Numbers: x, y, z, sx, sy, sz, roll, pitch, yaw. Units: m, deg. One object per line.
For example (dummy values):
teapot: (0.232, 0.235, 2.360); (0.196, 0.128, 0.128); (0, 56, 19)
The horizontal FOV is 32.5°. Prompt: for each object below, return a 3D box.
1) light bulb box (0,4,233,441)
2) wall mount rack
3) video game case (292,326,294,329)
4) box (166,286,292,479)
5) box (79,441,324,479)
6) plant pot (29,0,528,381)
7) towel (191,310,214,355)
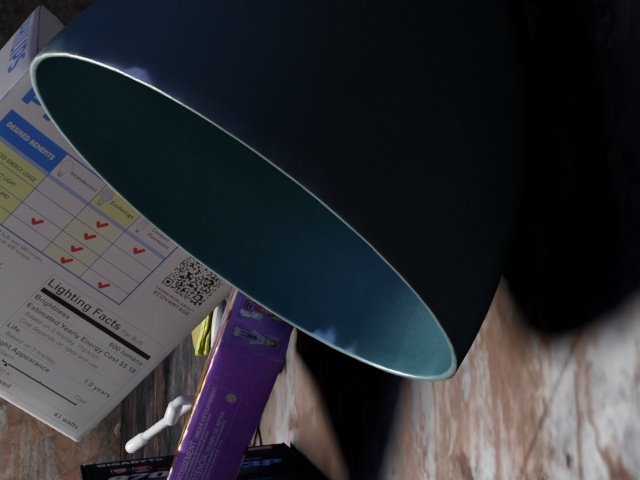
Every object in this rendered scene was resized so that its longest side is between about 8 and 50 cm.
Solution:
light bulb box: (-0.312, -0.015, 1.321); (0.361, 0.358, 0.225); (-44, 29, 13)
wall mount rack: (-0.177, 0.248, 1.460); (0.350, 0.130, 0.304); (-106, 24, -52)
video game case: (-0.039, 0.042, 1.181); (0.122, 0.011, 0.087); (-106, 33, -46)
box: (-0.072, 0.103, 1.015); (0.293, 0.057, 0.201); (-78, 9, -64)
box: (-0.119, 0.250, 1.073); (0.175, 0.220, 0.051); (-172, 79, -75)
plant pot: (0.007, -0.080, 0.649); (0.195, 0.290, 0.290); (-55, 8, -16)
towel: (-0.193, 0.078, 1.763); (0.237, 0.021, 0.102); (-111, 33, -58)
